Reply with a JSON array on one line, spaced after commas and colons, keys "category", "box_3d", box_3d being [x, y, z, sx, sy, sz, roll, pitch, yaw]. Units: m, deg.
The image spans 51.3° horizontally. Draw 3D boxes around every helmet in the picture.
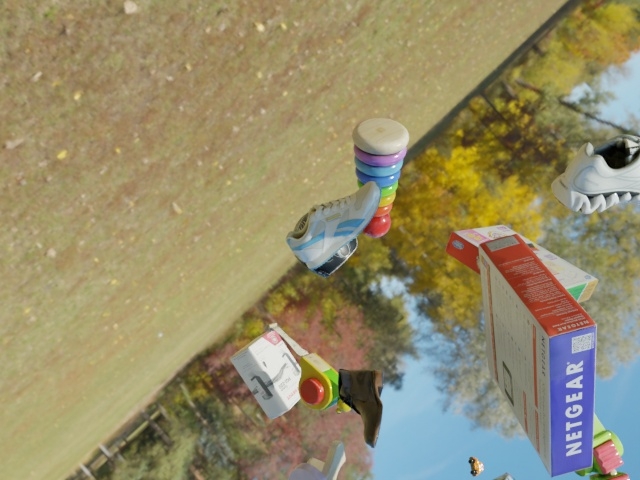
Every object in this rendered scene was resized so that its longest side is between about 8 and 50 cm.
[{"category": "helmet", "box_3d": [0.000, 0.000, 1.807, 0.169, 0.161, 0.169, -42, -174, 6]}]

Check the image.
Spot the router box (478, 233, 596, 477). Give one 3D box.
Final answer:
[{"category": "router box", "box_3d": [0.396, 0.207, 1.239, 0.082, 0.336, 0.301, -14, -149, -3]}]

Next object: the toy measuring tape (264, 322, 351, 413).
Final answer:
[{"category": "toy measuring tape", "box_3d": [-0.046, 0.359, 1.801, 0.121, 0.330, 0.121, -39, 150, -27]}]

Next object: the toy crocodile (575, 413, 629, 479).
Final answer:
[{"category": "toy crocodile", "box_3d": [0.648, 0.540, 1.496, 0.115, 0.341, 0.105, -15, 171, -16]}]

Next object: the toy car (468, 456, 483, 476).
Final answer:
[{"category": "toy car", "box_3d": [0.467, 0.703, 2.032, 0.040, 0.060, 0.122, -4, 141, -9]}]

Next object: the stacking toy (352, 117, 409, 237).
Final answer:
[{"category": "stacking toy", "box_3d": [0.144, -0.142, 1.726, 0.141, 0.141, 0.331, -41, 145, -39]}]

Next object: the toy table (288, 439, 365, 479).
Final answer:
[{"category": "toy table", "box_3d": [0.026, 0.719, 1.917, 0.160, 0.252, 0.275, -33, 134, -44]}]

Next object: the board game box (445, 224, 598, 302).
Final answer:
[{"category": "board game box", "box_3d": [0.523, 0.065, 1.744, 0.242, 0.316, 0.064, -7, 123, -41]}]

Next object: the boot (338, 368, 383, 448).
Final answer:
[{"category": "boot", "box_3d": [0.085, 0.375, 1.511, 0.219, 0.106, 0.082, -80, 179, -59]}]

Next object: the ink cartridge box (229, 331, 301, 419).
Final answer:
[{"category": "ink cartridge box", "box_3d": [-0.144, 0.394, 1.979, 0.092, 0.218, 0.158, -33, 180, 30]}]

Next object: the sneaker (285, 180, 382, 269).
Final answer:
[{"category": "sneaker", "box_3d": [0.030, -0.043, 1.355, 0.228, 0.092, 0.087, -43, -163, 12]}]

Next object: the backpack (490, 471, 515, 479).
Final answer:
[{"category": "backpack", "box_3d": [0.421, 0.676, 1.567, 0.253, 0.191, 0.225, -45, 158, -1]}]

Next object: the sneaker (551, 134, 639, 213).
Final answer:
[{"category": "sneaker", "box_3d": [0.550, -0.126, 1.158, 0.291, 0.110, 0.118, -11, 135, -19]}]
